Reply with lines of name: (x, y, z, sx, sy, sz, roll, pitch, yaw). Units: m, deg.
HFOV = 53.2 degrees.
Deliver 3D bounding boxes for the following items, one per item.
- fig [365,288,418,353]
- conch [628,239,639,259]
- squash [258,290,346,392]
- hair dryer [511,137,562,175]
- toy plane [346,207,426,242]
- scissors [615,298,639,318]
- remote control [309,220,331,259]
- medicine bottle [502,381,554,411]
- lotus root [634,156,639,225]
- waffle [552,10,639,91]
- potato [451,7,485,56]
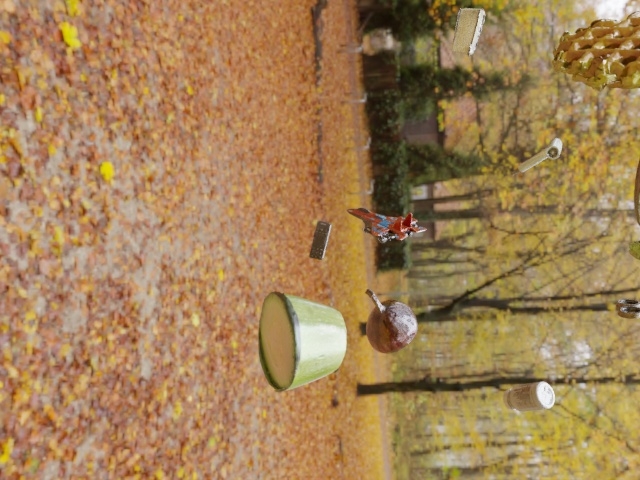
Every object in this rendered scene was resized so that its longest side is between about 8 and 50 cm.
fig: (0.207, 0.235, 1.839, 0.202, 0.149, 0.148, 98, -25, -54)
conch: (0.886, 0.019, 1.740, 0.121, 0.089, 0.074, 48, 52, -72)
squash: (-0.035, 0.175, 1.107, 0.170, 0.123, 0.170, -18, -111, 58)
hair dryer: (0.654, -0.240, 1.956, 0.044, 0.183, 0.155, 54, 28, 1)
toy plane: (0.123, -0.034, 1.342, 0.130, 0.189, 0.061, -21, 112, -38)
scissors: (0.719, 0.140, 1.290, 0.088, 0.220, 0.017, -33, 120, -65)
remote control: (0.000, 0.000, 1.582, 0.014, 0.039, 0.096, 17, 87, -68)
medicine bottle: (0.617, 0.468, 1.904, 0.140, 0.079, 0.079, -31, -128, 52)
lotus root: (0.703, -0.167, 1.255, 0.210, 0.142, 0.314, -53, 145, -53)
waffle: (0.576, -0.345, 1.121, 0.302, 0.325, 0.068, -87, 160, -60)
potato: (0.393, -0.558, 1.704, 0.086, 0.061, 0.122, -37, 141, -60)
